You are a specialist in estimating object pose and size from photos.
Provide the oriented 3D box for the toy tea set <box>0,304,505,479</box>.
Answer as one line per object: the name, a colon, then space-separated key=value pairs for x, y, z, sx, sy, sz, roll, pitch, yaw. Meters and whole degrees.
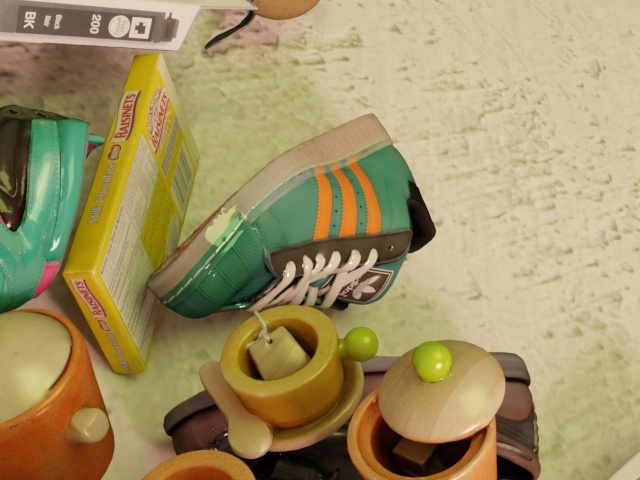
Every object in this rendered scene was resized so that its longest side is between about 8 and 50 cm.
toy tea set: x=-0.074 y=0.094 z=0.653 sx=0.336 sy=0.124 sz=0.200 roll=-17 pitch=40 yaw=3

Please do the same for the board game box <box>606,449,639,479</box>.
board game box: x=0.255 y=0.258 z=0.884 sx=0.305 sy=0.053 sz=0.193 roll=-30 pitch=69 yaw=-37

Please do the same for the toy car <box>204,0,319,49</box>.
toy car: x=-0.044 y=-0.244 z=1.045 sx=0.149 sy=0.155 sz=0.188 roll=33 pitch=57 yaw=-10

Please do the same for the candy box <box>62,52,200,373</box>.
candy box: x=-0.123 y=-0.022 z=0.848 sx=0.027 sy=0.105 sz=0.206 roll=-4 pitch=47 yaw=15

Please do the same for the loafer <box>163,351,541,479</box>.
loafer: x=0.041 y=0.134 z=0.839 sx=0.303 sy=0.109 sz=0.095 roll=-1 pitch=64 yaw=-38

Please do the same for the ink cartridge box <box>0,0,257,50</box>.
ink cartridge box: x=-0.184 y=-0.203 z=0.920 sx=0.208 sy=0.045 sz=0.206 roll=-3 pitch=35 yaw=-35

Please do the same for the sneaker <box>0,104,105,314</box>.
sneaker: x=-0.233 y=-0.071 z=0.786 sx=0.178 sy=0.124 sz=0.295 roll=1 pitch=54 yaw=-38

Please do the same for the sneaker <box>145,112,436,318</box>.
sneaker: x=0.000 y=0.000 z=0.892 sx=0.121 sy=0.108 sz=0.302 roll=51 pitch=35 yaw=3
